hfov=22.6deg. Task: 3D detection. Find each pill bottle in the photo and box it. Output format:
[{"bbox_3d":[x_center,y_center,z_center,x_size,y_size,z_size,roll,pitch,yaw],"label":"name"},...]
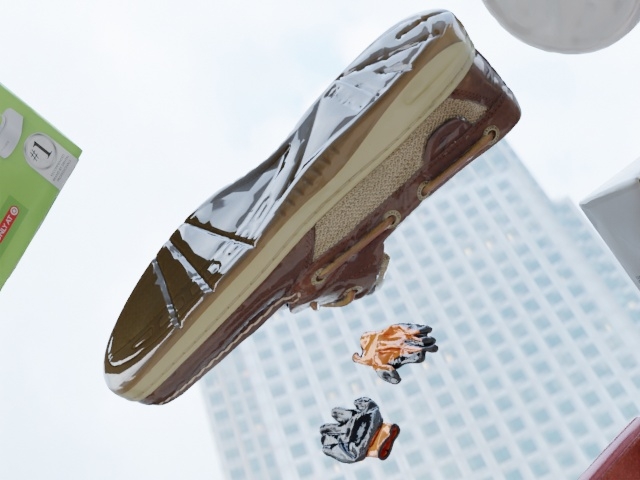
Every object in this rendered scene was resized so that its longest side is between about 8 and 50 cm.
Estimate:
[{"bbox_3d":[0.267,-0.299,1.437,0.169,0.301,0.169,18,-51,24],"label":"pill bottle"}]

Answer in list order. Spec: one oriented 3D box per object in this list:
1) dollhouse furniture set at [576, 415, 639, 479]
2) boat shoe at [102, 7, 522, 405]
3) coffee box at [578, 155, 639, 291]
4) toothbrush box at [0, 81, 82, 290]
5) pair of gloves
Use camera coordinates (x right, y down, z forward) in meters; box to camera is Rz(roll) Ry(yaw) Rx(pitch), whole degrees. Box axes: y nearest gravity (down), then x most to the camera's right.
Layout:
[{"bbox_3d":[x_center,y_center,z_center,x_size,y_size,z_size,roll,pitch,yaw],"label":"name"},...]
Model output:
[{"bbox_3d":[0.277,0.077,0.618,0.374,0.201,0.152,-42,-67,-24],"label":"dollhouse furniture set"},{"bbox_3d":[0.000,0.000,1.093,0.342,0.123,0.123,-47,-64,-2],"label":"boat shoe"},{"bbox_3d":[0.344,-0.049,1.044,0.297,0.119,0.168,-36,-89,-14],"label":"coffee box"},{"bbox_3d":[-0.371,-0.071,1.310,0.283,0.122,0.206,41,-118,-30],"label":"toothbrush box"},{"bbox_3d":[0.031,0.081,0.850,0.010,0.074,0.083,32,-108,-23],"label":"pair of gloves"}]
